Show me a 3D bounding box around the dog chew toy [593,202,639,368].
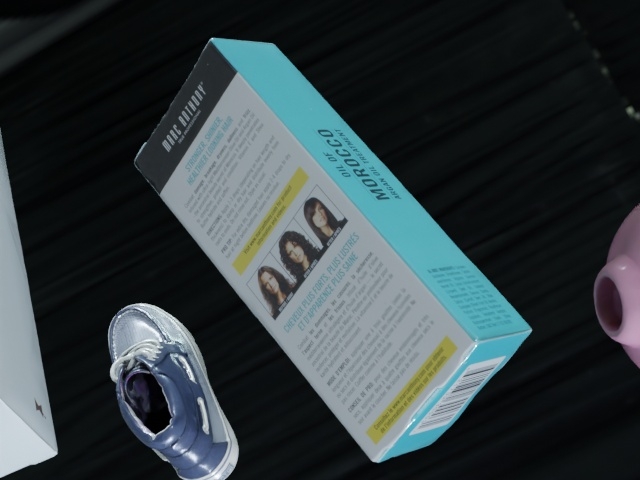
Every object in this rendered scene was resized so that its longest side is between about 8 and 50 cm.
[{"bbox_3d":[0.326,0.014,0.828,0.206,0.332,0.206,172,-90,-75],"label":"dog chew toy"}]

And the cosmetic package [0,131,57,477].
[{"bbox_3d":[-0.348,0.029,0.911,0.097,0.284,0.377,65,3,-50],"label":"cosmetic package"}]

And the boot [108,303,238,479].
[{"bbox_3d":[-0.128,0.099,1.029,0.190,0.069,0.086,49,-1,42],"label":"boot"}]

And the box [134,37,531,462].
[{"bbox_3d":[0.000,0.000,0.772,0.060,0.100,0.244,-6,49,-52],"label":"box"}]
